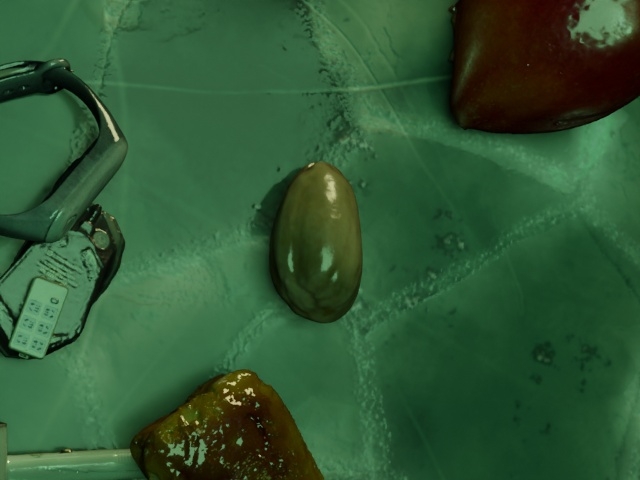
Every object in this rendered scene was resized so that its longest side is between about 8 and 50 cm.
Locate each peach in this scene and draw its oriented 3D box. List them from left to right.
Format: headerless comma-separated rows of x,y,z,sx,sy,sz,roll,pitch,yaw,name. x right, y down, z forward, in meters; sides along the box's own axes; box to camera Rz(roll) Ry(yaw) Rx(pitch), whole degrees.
0.293,-0.271,2.013,0.258,0.201,0.362,44,76,-10,peach

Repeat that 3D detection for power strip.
-0.297,0.081,1.844,0.040,0.016,0.090,21,80,-13,power strip

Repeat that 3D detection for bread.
-0.048,0.331,1.905,0.185,0.109,0.380,-38,101,-29,bread

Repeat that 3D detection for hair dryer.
-0.291,0.256,1.885,0.236,0.073,0.131,-2,88,-26,hair dryer

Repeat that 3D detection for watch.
-0.318,-0.102,1.871,0.193,0.068,0.206,33,68,6,watch

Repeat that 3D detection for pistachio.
0.000,0.000,1.961,0.126,0.108,0.186,8,76,-39,pistachio

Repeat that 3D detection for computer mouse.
-0.289,0.047,1.893,0.106,0.062,0.192,35,73,-10,computer mouse
